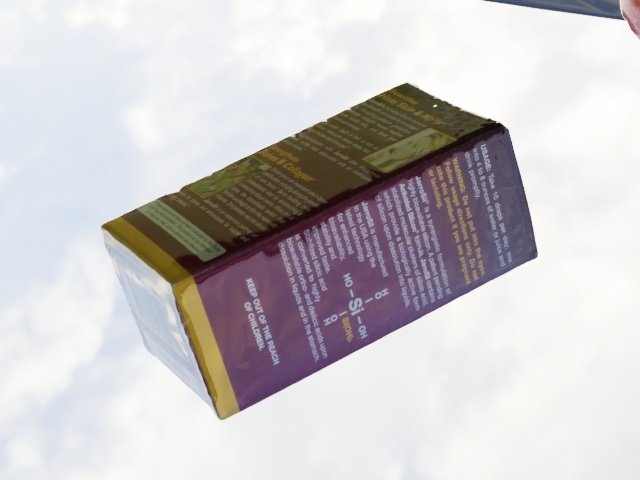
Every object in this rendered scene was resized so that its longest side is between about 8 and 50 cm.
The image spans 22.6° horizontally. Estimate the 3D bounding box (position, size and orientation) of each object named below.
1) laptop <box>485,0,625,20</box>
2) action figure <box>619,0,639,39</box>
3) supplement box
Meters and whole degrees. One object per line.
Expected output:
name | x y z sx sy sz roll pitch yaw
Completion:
laptop | 0.011 -0.350 0.804 0.236 0.382 0.408 -16 -134 -28
action figure | 0.183 0.013 0.277 0.091 0.280 0.139 -64 -178 5
supplement box | 0.000 0.000 0.806 0.188 0.080 0.104 -26 -153 -18
